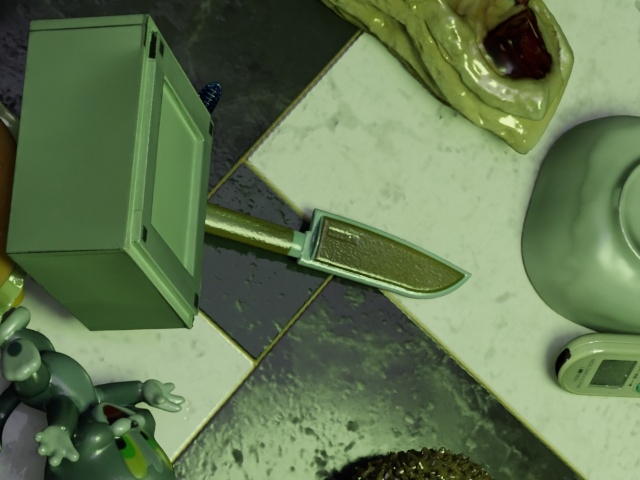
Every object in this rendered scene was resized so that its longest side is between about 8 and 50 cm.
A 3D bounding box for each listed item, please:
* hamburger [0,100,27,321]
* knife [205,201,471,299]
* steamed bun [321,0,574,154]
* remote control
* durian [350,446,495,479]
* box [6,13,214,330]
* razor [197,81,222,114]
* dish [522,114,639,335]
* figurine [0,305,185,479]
[{"bbox_3d":[-0.381,-0.026,1.561,0.274,0.212,0.274,2,81,-15],"label":"hamburger"},{"bbox_3d":[0.000,-0.001,1.756,0.343,0.027,0.061,18,78,-18],"label":"knife"},{"bbox_3d":[0.138,-0.313,1.783,0.428,0.189,0.247,44,65,-5],"label":"steamed bun"},{"bbox_3d":[0.352,0.132,1.827,0.221,0.078,0.042,5,47,-15],"label":"remote control"},{"bbox_3d":[0.114,0.293,1.701,0.196,0.167,0.196,-8,105,-32],"label":"durian"},{"bbox_3d":[-0.183,-0.055,1.588,0.117,0.225,0.225,-2,70,11],"label":"box"},{"bbox_3d":[-0.143,-0.093,1.737,0.044,0.028,0.154,31,79,-18],"label":"razor"},{"bbox_3d":[0.348,-0.018,1.826,0.256,0.117,0.256,3,81,-15],"label":"dish"},{"bbox_3d":[-0.237,0.184,1.611,0.265,0.193,0.140,37,111,14],"label":"figurine"}]
